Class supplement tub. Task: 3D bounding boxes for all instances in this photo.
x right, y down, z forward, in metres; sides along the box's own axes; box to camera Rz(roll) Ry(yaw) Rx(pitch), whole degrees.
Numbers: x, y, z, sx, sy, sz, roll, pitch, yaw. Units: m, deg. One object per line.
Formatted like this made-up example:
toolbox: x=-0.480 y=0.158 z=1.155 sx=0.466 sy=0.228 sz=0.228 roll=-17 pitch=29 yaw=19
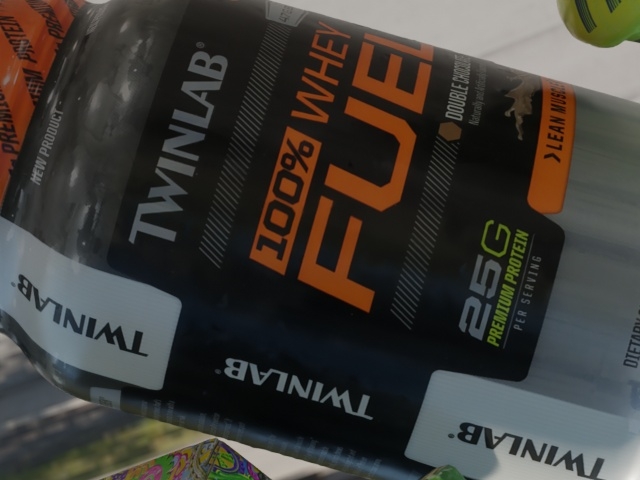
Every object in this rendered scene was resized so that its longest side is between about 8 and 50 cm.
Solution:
supplement tub: x=0.000 y=0.000 z=0.883 sx=0.338 sy=0.207 sz=0.207 roll=15 pitch=167 yaw=-1

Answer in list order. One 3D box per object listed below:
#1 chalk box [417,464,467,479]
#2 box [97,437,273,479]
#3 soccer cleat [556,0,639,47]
chalk box: x=0.019 y=0.206 z=0.537 sx=0.289 sy=0.179 sz=0.180 roll=-28 pitch=153 yaw=-32
box: x=-0.046 y=0.296 z=0.818 sx=0.177 sy=0.279 sz=0.290 roll=-25 pitch=-148 yaw=46
soccer cleat: x=0.128 y=-0.181 z=0.772 sx=0.121 sy=0.093 sz=0.289 roll=17 pitch=155 yaw=2
